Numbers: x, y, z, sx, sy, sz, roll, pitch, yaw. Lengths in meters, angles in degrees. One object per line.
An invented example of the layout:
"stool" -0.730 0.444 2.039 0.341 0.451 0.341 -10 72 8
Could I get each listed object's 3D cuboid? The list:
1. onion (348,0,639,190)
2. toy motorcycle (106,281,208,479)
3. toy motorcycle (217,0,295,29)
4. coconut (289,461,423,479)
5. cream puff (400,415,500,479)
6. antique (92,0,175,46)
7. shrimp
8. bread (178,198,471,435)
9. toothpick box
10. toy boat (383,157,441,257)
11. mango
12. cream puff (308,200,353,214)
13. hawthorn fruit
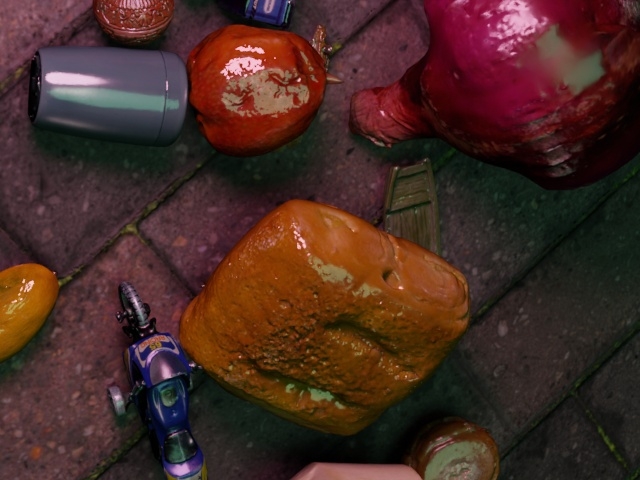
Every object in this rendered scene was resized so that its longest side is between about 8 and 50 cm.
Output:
"onion" 0.233 -0.215 1.557 0.420 0.398 0.398 -31 121 16
"toy motorcycle" -0.212 0.211 1.569 0.113 0.169 0.315 -19 114 -20
"toy motorcycle" -0.081 -0.455 1.439 0.213 0.125 0.358 6 107 -36
"coconut" 0.054 0.472 1.720 0.323 0.323 0.322 -8 110 -23
"cream puff" 0.200 0.348 1.840 0.165 0.115 0.150 -15 106 -10
"antique" -0.227 -0.284 1.435 0.104 0.104 0.104 -8 110 -23
"shrimp" -0.033 -0.204 1.585 0.091 0.043 0.184 28 95 -26
"bread" -0.001 0.120 1.579 0.328 0.148 0.337 27 124 -30
"toothpick box" -0.264 -0.180 1.442 0.184 0.120 0.120 3 106 -22
"toy boat" 0.134 0.018 1.732 0.093 0.055 0.292 -15 112 -21
"mango" -0.407 0.103 1.492 0.190 0.075 0.098 -44 124 -7
"cream puff" 0.000 0.000 1.634 0.116 0.122 0.094 19 81 -8
"hawthorn fruit" -0.085 -0.196 1.491 0.179 0.173 0.173 -41 120 4
